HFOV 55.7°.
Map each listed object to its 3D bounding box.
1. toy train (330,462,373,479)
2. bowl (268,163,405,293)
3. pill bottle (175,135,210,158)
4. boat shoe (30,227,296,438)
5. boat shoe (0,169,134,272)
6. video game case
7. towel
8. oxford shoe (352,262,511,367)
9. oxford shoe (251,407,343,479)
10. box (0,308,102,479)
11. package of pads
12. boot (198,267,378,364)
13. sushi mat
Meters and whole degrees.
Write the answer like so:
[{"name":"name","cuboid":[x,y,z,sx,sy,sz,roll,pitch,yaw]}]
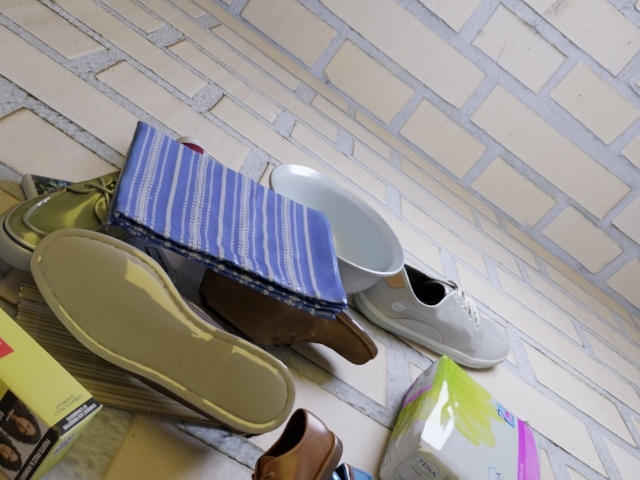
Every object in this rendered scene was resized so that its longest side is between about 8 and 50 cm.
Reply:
[{"name":"toy train","cuboid":[0.025,0.329,0.659,0.105,0.080,0.184,32,24,-31]},{"name":"bowl","cuboid":[0.000,0.000,1.130,0.298,0.134,0.298,30,26,-16]},{"name":"pill bottle","cuboid":[-0.237,-0.123,1.071,0.086,0.086,0.152,27,26,-26]},{"name":"boat shoe","cuboid":[-0.178,0.109,0.682,0.324,0.097,0.116,34,64,-4]},{"name":"boat shoe","cuboid":[-0.289,-0.045,0.790,0.109,0.094,0.302,41,24,3]},{"name":"video game case","cuboid":[-0.309,-0.012,0.850,0.173,0.022,0.190,10,38,-49]},{"name":"towel","cuboid":[-0.114,-0.033,0.845,0.336,0.040,0.243,26,30,-24]},{"name":"oxford shoe","cuboid":[0.267,0.152,1.266,0.449,0.130,0.169,25,25,-32]},{"name":"oxford shoe","cuboid":[-0.050,0.263,0.611,0.076,0.076,0.212,56,38,-22]},{"name":"box","cuboid":[-0.313,0.109,0.547,0.232,0.087,0.058,43,24,5]},{"name":"package of pads","cuboid":[0.221,0.323,0.922,0.229,0.101,0.296,41,23,3]},{"name":"boot","cuboid":[-0.047,0.123,0.916,0.305,0.112,0.115,36,66,-18]},{"name":"sushi mat","cuboid":[-0.206,0.143,0.727,0.317,0.019,0.151,22,28,-34]}]
